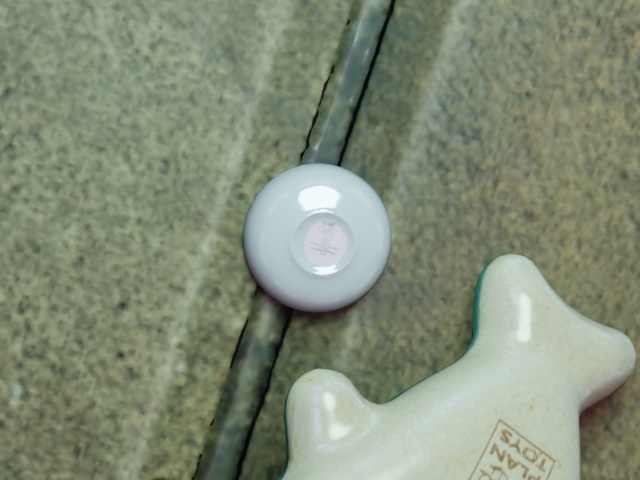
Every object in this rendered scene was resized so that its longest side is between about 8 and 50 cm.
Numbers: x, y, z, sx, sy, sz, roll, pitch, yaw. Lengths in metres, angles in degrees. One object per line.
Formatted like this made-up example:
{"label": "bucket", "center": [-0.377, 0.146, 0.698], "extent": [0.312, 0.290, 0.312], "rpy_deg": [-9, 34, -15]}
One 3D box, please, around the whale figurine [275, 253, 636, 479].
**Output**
{"label": "whale figurine", "center": [0.064, 0.142, 0.781], "extent": [0.216, 0.141, 0.272], "rpy_deg": [36, 67, -10]}

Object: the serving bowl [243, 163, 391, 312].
{"label": "serving bowl", "center": [0.000, 0.000, 0.791], "extent": [0.083, 0.027, 0.083], "rpy_deg": [-1, 96, -8]}
